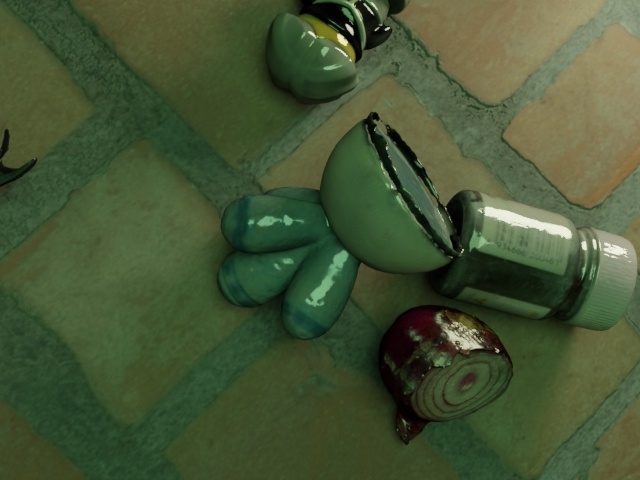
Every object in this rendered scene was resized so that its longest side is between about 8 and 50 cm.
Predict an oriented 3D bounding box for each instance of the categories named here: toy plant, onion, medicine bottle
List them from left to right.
[{"bbox_3d":[0.000,0.000,1.367,0.332,0.247,0.247,-31,88,16],"label":"toy plant"},{"bbox_3d":[0.158,0.195,1.428,0.195,0.218,0.140,1,38,-41],"label":"onion"},{"bbox_3d":[0.312,0.034,1.469,0.273,0.165,0.165,16,78,-11],"label":"medicine bottle"}]

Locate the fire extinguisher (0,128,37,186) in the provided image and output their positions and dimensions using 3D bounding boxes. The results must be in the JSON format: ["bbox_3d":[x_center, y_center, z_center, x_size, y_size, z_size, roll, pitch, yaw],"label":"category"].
[{"bbox_3d":[-0.587,-0.148,1.349,0.376,0.113,0.200,35,118,-3],"label":"fire extinguisher"}]

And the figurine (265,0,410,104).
[{"bbox_3d":[0.013,-0.321,1.480,0.176,0.133,0.236,35,73,4],"label":"figurine"}]
